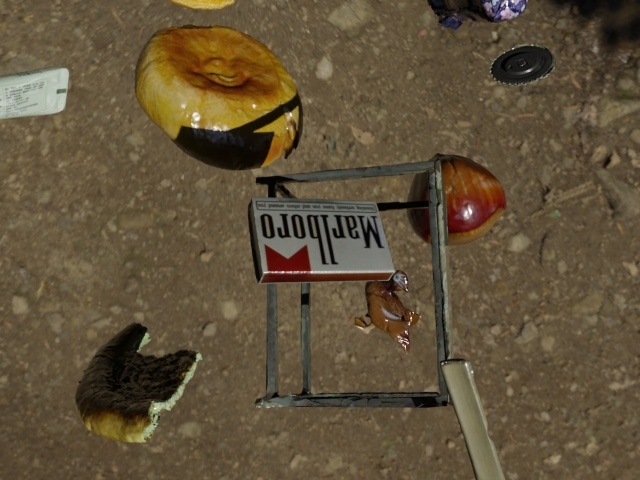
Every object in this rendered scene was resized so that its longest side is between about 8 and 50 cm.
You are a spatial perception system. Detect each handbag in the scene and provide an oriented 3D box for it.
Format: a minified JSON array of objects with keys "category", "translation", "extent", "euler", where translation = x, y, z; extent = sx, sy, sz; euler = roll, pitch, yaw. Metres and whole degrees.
[{"category":"handbag","translation":[0.254,-0.466,1.080],"extent":[0.127,0.208,0.229],"euler":[-16,113,-18]}]

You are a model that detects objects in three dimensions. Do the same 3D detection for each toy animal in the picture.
[{"category":"toy animal","translation":[0.169,0.162,1.484],"extent":[0.188,0.089,0.179],"euler":[53,131,11]}]

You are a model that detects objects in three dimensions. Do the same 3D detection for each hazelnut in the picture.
[{"category":"hazelnut","translation":[0.295,-0.094,1.493],"extent":[0.229,0.229,0.229],"euler":[-3,116,-6]}]

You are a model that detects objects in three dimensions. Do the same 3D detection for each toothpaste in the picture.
[{"category":"toothpaste","translation":[-0.303,-0.115,0.552],"extent":[0.029,0.197,0.048],"euler":[39,129,23]}]

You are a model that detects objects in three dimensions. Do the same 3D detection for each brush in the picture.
[{"category":"brush","translation":[0.173,0.208,0.729],"extent":[0.034,0.027,0.190],"euler":[-13,109,23]}]

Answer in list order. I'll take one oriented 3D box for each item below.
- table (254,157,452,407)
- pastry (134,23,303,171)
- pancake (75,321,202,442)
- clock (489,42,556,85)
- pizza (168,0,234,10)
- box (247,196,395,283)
[{"category":"table","translation":[0.059,0.078,0.996],"extent":[0.272,0.222,0.335],"euler":[-3,78,12]},{"category":"pastry","translation":[-0.199,-0.284,1.302],"extent":[0.356,0.356,0.164],"euler":[21,137,-16]},{"category":"pancake","translation":[-0.278,0.202,0.996],"extent":[0.197,0.376,0.054],"euler":[-20,109,-21]},{"category":"clock","translation":[0.263,-0.229,0.856],"extent":[0.083,0.074,0.010],"euler":[-21,142,4]},{"category":"pizza","translation":[-0.255,-0.593,1.390],"extent":[0.188,0.062,0.199],"euler":[-7,119,-41]},{"category":"box","translation":[0.000,0.000,0.848],"extent":[0.177,0.115,0.036],"euler":[1,149,-19]}]
